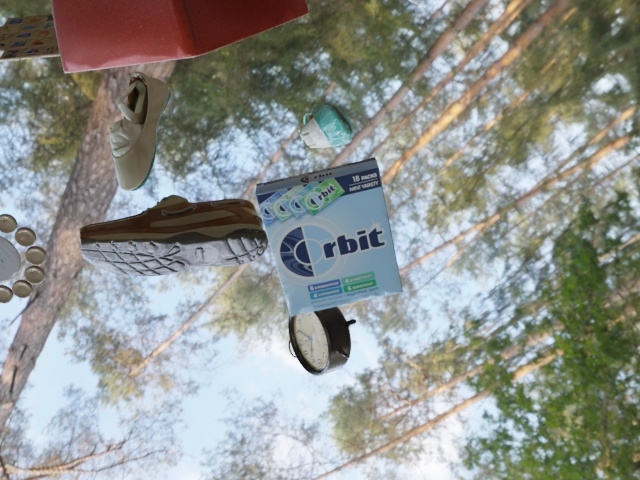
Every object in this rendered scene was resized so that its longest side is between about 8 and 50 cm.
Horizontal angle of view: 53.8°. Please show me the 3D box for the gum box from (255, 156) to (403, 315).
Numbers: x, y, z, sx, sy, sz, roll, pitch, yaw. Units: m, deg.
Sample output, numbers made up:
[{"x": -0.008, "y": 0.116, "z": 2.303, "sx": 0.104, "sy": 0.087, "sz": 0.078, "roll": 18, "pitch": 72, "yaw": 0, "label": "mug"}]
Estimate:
[{"x": 0.014, "y": -0.001, "z": 0.822, "sx": 0.157, "sy": 0.184, "sz": 0.041, "roll": -12, "pitch": -154, "yaw": 3, "label": "gum box"}]

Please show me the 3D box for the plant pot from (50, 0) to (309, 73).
[{"x": -0.212, "y": -0.389, "z": 0.863, "sx": 0.267, "sy": 0.267, "sz": 0.236, "roll": -43, "pitch": -51, "yaw": -46, "label": "plant pot"}]

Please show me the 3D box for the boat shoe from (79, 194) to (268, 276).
[{"x": -0.261, "y": -0.016, "z": 1.138, "sx": 0.324, "sy": 0.122, "sz": 0.120, "roll": -2, "pitch": -123, "yaw": -17, "label": "boat shoe"}]

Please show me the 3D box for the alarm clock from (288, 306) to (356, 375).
[{"x": -0.009, "y": 0.170, "z": 1.105, "sx": 0.064, "sy": 0.192, "sz": 0.129, "roll": -11, "pitch": -104, "yaw": -36, "label": "alarm clock"}]

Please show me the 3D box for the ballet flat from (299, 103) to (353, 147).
[{"x": 0.005, "y": -0.210, "z": 1.196, "sx": 0.083, "sy": 0.087, "sz": 0.247, "roll": 56, "pitch": -176, "yaw": -15, "label": "ballet flat"}]

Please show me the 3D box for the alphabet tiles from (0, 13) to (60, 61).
[{"x": -0.565, "y": -0.403, "z": 1.243, "sx": 0.237, "sy": 0.009, "sz": 0.198, "roll": -6, "pitch": -137, "yaw": 0, "label": "alphabet tiles"}]

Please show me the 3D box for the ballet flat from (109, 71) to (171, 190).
[{"x": -0.325, "y": -0.199, "z": 1.093, "sx": 0.086, "sy": 0.086, "sz": 0.248, "roll": 19, "pitch": -128, "yaw": -23, "label": "ballet flat"}]

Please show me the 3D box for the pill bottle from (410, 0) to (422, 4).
[{"x": 0.154, "y": -0.444, "z": 0.869, "sx": 0.117, "sy": 0.208, "sz": 0.117, "roll": 25, "pitch": -155, "yaw": -12, "label": "pill bottle"}]

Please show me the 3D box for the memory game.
[{"x": -0.587, "y": 0.031, "z": 1.134, "sx": 0.186, "sy": 0.186, "sz": 0.012, "roll": 27, "pitch": -161, "yaw": -15, "label": "memory game"}]
